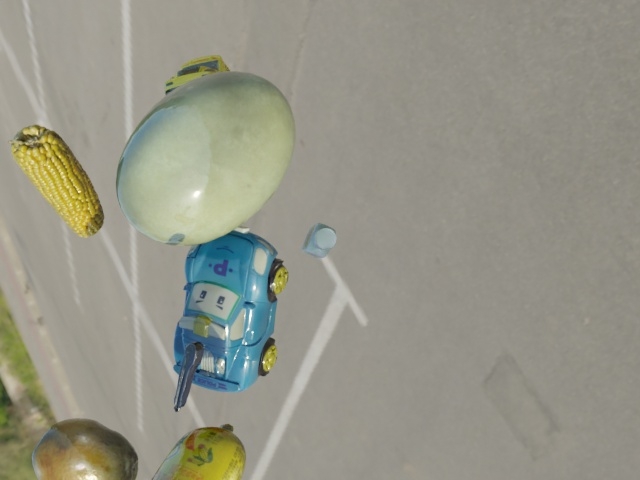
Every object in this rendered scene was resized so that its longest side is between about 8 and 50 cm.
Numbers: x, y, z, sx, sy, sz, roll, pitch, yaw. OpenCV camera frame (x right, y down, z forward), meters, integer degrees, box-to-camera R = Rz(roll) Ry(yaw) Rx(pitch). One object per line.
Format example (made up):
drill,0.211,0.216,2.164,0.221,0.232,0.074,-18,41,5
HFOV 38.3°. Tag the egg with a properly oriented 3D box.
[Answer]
egg,-0.198,-0.144,1.619,0.258,0.352,0.258,47,165,16

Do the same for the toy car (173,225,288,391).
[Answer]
toy car,-0.182,0.128,1.696,0.198,0.166,0.314,15,109,20

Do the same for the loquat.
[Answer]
loquat,-0.506,0.481,1.996,0.227,0.179,0.179,28,164,-13

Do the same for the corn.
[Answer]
corn,-0.509,-0.120,1.810,0.101,0.101,0.310,50,171,35

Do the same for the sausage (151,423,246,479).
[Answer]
sausage,-0.217,0.416,1.398,0.123,0.347,0.123,17,140,16

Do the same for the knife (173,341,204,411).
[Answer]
knife,-0.200,0.205,1.382,0.031,0.018,0.121,32,115,40

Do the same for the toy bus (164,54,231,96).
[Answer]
toy bus,-0.264,-0.355,2.320,0.330,0.144,0.152,47,-143,-63

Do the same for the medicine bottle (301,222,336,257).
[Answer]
medicine bottle,0.000,0.000,2.170,0.055,0.074,0.118,25,172,-10
